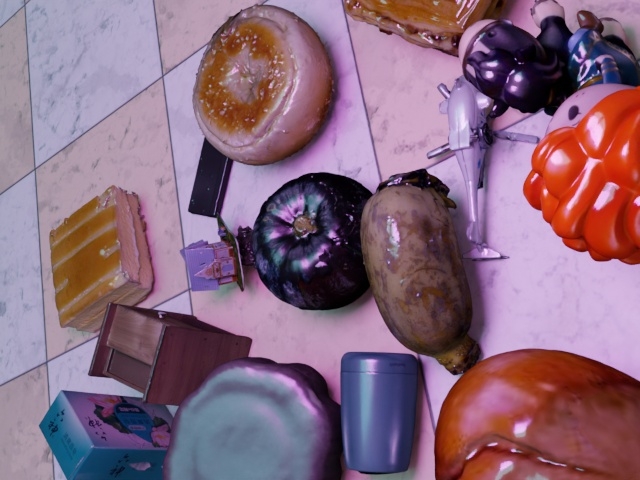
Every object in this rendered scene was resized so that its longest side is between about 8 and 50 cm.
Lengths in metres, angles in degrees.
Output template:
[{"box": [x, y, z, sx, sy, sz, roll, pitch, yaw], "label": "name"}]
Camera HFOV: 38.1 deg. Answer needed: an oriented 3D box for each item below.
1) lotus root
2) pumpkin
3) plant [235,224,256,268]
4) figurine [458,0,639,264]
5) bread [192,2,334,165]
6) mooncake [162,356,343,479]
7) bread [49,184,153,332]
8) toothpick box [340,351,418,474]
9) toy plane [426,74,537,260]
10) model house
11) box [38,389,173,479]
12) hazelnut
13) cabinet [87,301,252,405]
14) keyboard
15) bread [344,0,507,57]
[{"box": [0.149, 0.054, 1.370, 0.173, 0.173, 0.310, -19, 87, 38], "label": "lotus root"}, {"box": [0.000, 0.000, 1.517, 0.233, 0.163, 0.233, -8, 66, 19], "label": "pumpkin"}, {"box": [-0.091, 0.018, 1.666, 0.174, 0.087, 0.085, 14, 125, 39], "label": "plant"}, {"box": [0.342, -0.161, 1.168, 0.241, 0.306, 0.412, -52, 49, 32], "label": "figurine"}, {"box": [-0.098, -0.279, 1.686, 0.305, 0.158, 0.306, -8, 78, 42], "label": "bread"}, {"box": [-0.096, 0.338, 1.499, 0.305, 0.154, 0.306, -2, 85, 21], "label": "mooncake"}, {"box": [-0.466, 0.038, 1.969, 0.246, 0.111, 0.239, -30, 62, 33], "label": "bread"}, {"box": [0.089, 0.264, 1.418, 0.120, 0.120, 0.184, -6, 79, 41], "label": "toothpick box"}, {"box": [0.218, -0.114, 1.399, 0.181, 0.107, 0.273, 15, 89, 34], "label": "toy plane"}, {"box": [-0.205, 0.029, 1.696, 0.167, 0.088, 0.117, -132, 32, -61], "label": "model house"}, {"box": [-0.376, 0.367, 1.721, 0.092, 0.244, 0.153, -55, 52, 14], "label": "box"}, {"box": [0.288, 0.303, 1.114, 0.372, 0.315, 0.373, 179, 90, -71], "label": "hazelnut"}, {"box": [-0.270, 0.207, 1.683, 0.174, 0.215, 0.148, 14, 89, 43], "label": "cabinet"}, {"box": [-0.198, -0.200, 1.850, 0.100, 0.018, 0.310, 10, 87, 44], "label": "keyboard"}, {"box": [0.211, -0.460, 1.448, 0.277, 0.167, 0.325, 31, 109, 38], "label": "bread"}]
